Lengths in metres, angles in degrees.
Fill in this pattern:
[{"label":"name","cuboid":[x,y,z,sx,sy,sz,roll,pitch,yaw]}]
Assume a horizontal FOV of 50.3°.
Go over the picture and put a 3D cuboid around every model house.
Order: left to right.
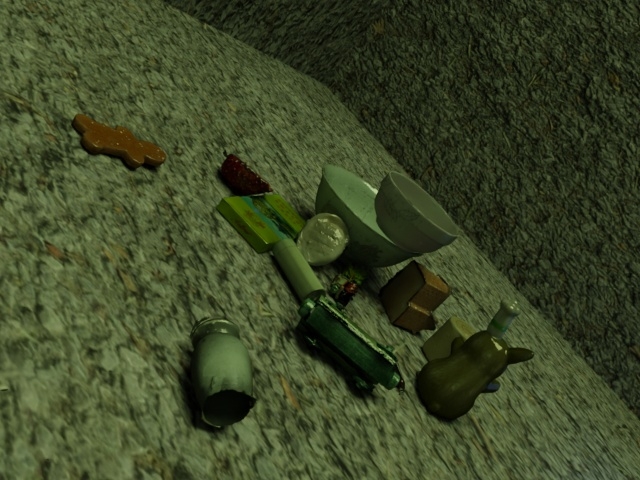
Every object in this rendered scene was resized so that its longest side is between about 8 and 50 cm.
[{"label":"model house","cuboid":[0.317,0.185,2.158,0.172,0.183,0.166,27,25,-28]}]

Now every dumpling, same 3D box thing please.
[{"label":"dumpling","cuboid":[0.001,-0.001,2.027,0.092,0.176,0.150,72,-4,-83]}]

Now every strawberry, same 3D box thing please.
[{"label":"strawberry","cuboid":[-0.237,-0.194,2.088,0.192,0.085,0.140,40,1,-10]}]

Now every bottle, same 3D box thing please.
[{"label":"bottle","cuboid":[-0.060,0.085,1.843,0.072,0.072,0.201,18,29,-47]}]

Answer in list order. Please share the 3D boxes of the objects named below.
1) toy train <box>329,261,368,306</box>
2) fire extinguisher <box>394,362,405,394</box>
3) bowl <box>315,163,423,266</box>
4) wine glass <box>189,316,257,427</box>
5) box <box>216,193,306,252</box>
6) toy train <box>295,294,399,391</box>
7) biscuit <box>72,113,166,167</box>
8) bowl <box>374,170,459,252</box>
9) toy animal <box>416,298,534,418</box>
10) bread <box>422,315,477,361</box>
[{"label":"toy train","cuboid":[0.083,0.128,2.048,0.085,0.053,0.249,34,19,5]},{"label":"fire extinguisher","cuboid":[0.207,0.357,1.797,0.032,0.046,0.100,13,30,-28]},{"label":"bowl","cuboid":[0.120,-0.040,2.252,0.434,0.196,0.435,36,21,-16]},{"label":"wine glass","cuboid":[-0.181,0.236,1.242,0.111,0.111,0.204,29,18,-29]},{"label":"box","cuboid":[-0.152,-0.056,2.013,0.187,0.047,0.335,46,21,13]},{"label":"toy train","cuboid":[0.060,0.257,1.676,0.307,0.126,0.189,40,-12,-2]},{"label":"biscuit","cuboid":[-0.512,-0.243,1.762,0.250,0.036,0.165,14,33,-45]},{"label":"bowl","cuboid":[0.274,-0.066,2.091,0.287,0.144,0.287,35,20,-15]},{"label":"toy animal","cuboid":[0.430,0.329,1.844,0.181,0.363,0.180,50,7,14]},{"label":"bread","cuboid":[0.410,0.327,2.096,0.148,0.141,0.134,34,17,-22]}]
